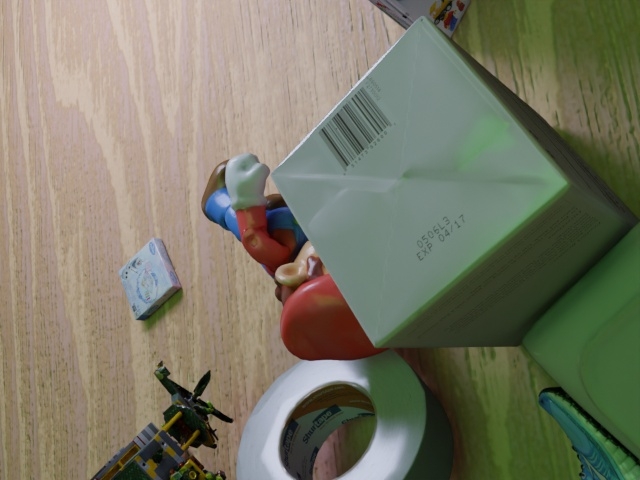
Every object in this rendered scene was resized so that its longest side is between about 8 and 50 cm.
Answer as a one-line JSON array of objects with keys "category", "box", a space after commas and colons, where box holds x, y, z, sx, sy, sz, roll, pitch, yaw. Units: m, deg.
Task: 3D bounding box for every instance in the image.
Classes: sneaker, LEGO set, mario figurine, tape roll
[{"category": "sneaker", "box": [0.250, 0.205, 0.631, 0.073, 0.063, 0.162, -50, 57, 24]}, {"category": "LEGO set", "box": [-0.171, 0.324, 0.870, 0.255, 0.192, 0.331, 39, 123, 4]}, {"category": "mario figurine", "box": [0.000, 0.000, 0.762, 0.320, 0.198, 0.170, 42, 129, 48]}, {"category": "tape roll", "box": [0.022, 0.214, 0.719, 0.219, 0.072, 0.219, -22, 39, 19]}]

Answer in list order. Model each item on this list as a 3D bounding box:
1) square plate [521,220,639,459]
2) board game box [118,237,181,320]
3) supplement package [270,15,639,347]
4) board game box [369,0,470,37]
[{"category": "square plate", "box": [0.342, 0.103, 0.460, 0.344, 0.049, 0.347, 46, 137, 19]}, {"category": "board game box", "box": [-0.257, 0.058, 1.040, 0.090, 0.020, 0.090, -40, 61, 24]}, {"category": "supplement package", "box": [0.137, -0.025, 0.605, 0.177, 0.293, 0.175, -44, 61, 21]}, {"category": "board game box", "box": [0.145, -0.376, 0.721, 0.053, 0.193, 0.305, 35, 102, 34]}]
